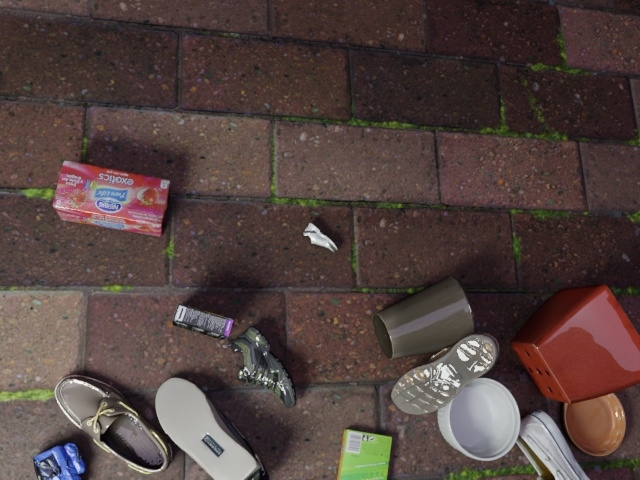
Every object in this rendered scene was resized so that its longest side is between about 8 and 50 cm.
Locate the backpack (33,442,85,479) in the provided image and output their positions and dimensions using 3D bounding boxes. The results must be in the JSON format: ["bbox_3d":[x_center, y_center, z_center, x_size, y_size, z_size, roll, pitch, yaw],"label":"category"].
[{"bbox_3d":[-0.577,0.520,1.356,0.101,0.098,0.120,-22,82,-22],"label":"backpack"}]

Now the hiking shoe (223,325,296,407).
[{"bbox_3d":[-0.149,0.334,1.528,0.114,0.086,0.226,-33,80,-6],"label":"hiking shoe"}]

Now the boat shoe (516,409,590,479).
[{"bbox_3d":[0.620,0.648,1.606,0.157,0.136,0.367,-26,81,-19],"label":"boat shoe"}]

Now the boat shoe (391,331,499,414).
[{"bbox_3d":[0.327,0.342,1.560,0.324,0.116,0.123,-37,79,25],"label":"boat shoe"}]

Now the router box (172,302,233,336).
[{"bbox_3d":[-0.287,0.198,1.465,0.133,0.179,0.046,19,75,-10],"label":"router box"}]

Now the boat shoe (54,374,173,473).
[{"bbox_3d":[-0.478,0.424,1.404,0.324,0.097,0.116,41,71,-2],"label":"boat shoe"}]

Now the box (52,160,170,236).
[{"bbox_3d":[-0.510,-0.099,1.508,0.257,0.128,0.122,10,74,-12],"label":"box"}]

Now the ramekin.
[{"bbox_3d":[0.410,0.471,1.610,0.207,0.109,0.207,3,75,-13],"label":"ramekin"}]

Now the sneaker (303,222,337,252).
[{"bbox_3d":[0.000,0.000,1.665,0.109,0.040,0.043,40,87,2],"label":"sneaker"}]

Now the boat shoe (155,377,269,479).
[{"bbox_3d":[-0.258,0.479,1.446,0.127,0.158,0.340,-40,60,-15],"label":"boat shoe"}]

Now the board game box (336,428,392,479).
[{"bbox_3d":[0.103,0.620,1.535,0.124,0.039,0.259,13,71,-10],"label":"board game box"}]

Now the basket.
[{"bbox_3d":[0.269,0.224,1.618,0.227,0.154,0.204,-17,99,-13],"label":"basket"}]

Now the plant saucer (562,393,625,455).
[{"bbox_3d":[0.773,0.508,1.730,0.200,0.037,0.199,4,75,-14],"label":"plant saucer"}]

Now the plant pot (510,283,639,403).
[{"bbox_3d":[0.689,0.299,1.656,0.236,0.267,0.267,-30,85,-7],"label":"plant pot"}]
